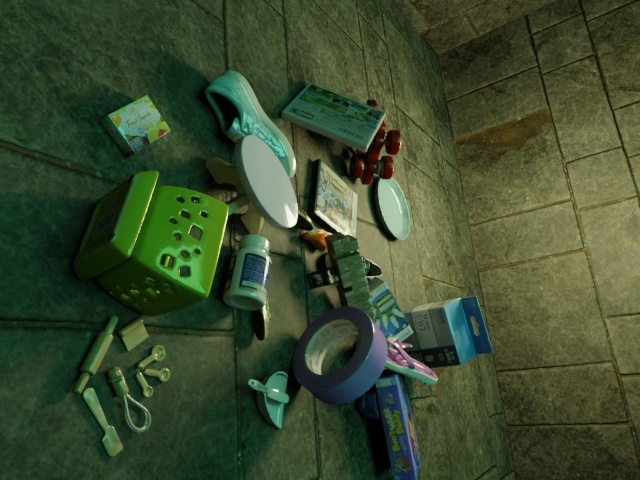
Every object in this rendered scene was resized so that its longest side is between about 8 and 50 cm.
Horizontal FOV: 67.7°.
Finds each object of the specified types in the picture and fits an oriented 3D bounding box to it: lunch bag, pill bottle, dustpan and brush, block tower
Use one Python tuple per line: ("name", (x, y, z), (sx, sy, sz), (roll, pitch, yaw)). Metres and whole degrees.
("lunch bag", (0.169, 0.575, 1.656), (0.067, 0.065, 0.098), (-76, 148, -52))
("pill bottle", (-0.190, 0.084, 1.280), (0.112, 0.112, 0.186), (39, 46, -42))
("dustpan and brush", (-0.138, 0.405, 1.266), (0.211, 0.060, 0.147), (39, 46, -42))
("block tower", (0.104, 0.139, 1.643), (0.097, 0.091, 0.335), (-144, -142, -68))

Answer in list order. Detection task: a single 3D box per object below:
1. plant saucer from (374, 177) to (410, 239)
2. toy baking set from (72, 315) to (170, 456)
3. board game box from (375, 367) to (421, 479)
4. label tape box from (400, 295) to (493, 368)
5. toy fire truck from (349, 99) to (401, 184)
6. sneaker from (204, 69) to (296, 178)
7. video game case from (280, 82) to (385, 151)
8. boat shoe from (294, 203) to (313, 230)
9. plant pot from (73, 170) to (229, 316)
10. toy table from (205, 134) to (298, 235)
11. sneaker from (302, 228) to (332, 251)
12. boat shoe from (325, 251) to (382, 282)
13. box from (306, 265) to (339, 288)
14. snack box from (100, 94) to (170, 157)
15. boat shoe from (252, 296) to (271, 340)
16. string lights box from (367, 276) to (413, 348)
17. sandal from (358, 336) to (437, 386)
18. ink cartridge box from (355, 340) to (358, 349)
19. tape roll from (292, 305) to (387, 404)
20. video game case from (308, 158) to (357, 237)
("plant saucer", (0.334, -0.154, 2.254), (0.318, 0.044, 0.317), (29, 54, -49))
("toy baking set", (-0.393, 0.281, 0.959), (0.196, 0.030, 0.256), (51, 39, -32))
("board game box", (0.282, 0.647, 1.724), (0.233, 0.078, 0.346), (21, 57, -74))
("label tape box", (0.500, 0.388, 1.982), (0.115, 0.348, 0.249), (-17, 91, -58))
("toy fire truck", (0.209, -0.402, 2.003), (0.253, 0.170, 0.302), (-100, -165, -44))
("sneaker", (-0.219, -0.312, 1.413), (0.365, 0.135, 0.150), (54, 44, -14))
("video game case", (0.057, -0.465, 1.774), (0.329, 0.036, 0.300), (23, 42, 5))
("boat shoe", (-0.080, -0.095, 1.574), (0.178, 0.064, 0.060), (41, 47, -38))
("plant pot", (-0.350, 0.004, 0.976), (0.207, 0.228, 0.227), (34, 50, -38))
("toy table", (-0.195, -0.141, 1.328), (0.252, 0.161, 0.274), (-42, 112, -56))
("sneaker", (0.000, 0.000, 1.653), (0.175, 0.064, 0.067), (15, 61, -54))
("boat shoe", (0.132, 0.098, 1.777), (0.301, 0.102, 0.108), (27, 55, -50))
("box", (0.009, 0.124, 1.594), (0.062, 0.083, 0.052), (-21, 96, -58))
("snack box", (-0.435, -0.273, 1.132), (0.100, 0.037, 0.141), (58, 35, -21))
("boat shoe", (-0.160, 0.210, 1.330), (0.045, 0.050, 0.135), (10, 68, -49))
("string lights box", (0.233, 0.282, 1.815), (0.133, 0.077, 0.259), (-36, 112, -11))
("sandal", (0.292, 0.412, 1.742), (0.416, 0.102, 0.169), (32, 5, -36))
("ink cartridge box", (0.156, 0.407, 1.747), (0.048, 0.028, 0.083), (5, 72, -56))
("tape roll", (0.054, 0.330, 1.393), (0.090, 0.275, 0.274), (50, 39, -32))
("video game case", (0.055, -0.139, 1.827), (0.275, 0.035, 0.248), (38, 47, -43))
